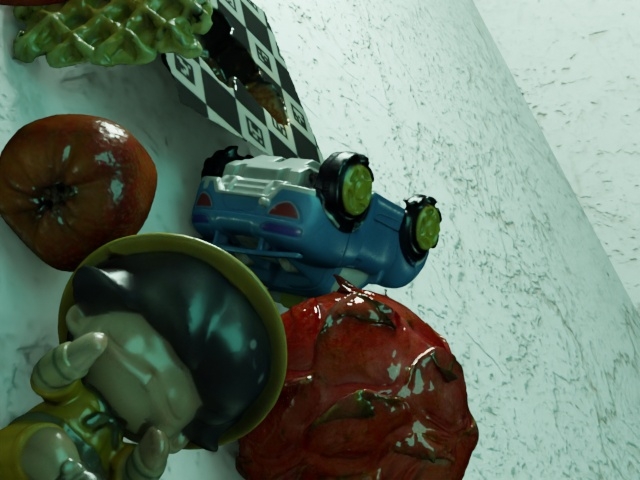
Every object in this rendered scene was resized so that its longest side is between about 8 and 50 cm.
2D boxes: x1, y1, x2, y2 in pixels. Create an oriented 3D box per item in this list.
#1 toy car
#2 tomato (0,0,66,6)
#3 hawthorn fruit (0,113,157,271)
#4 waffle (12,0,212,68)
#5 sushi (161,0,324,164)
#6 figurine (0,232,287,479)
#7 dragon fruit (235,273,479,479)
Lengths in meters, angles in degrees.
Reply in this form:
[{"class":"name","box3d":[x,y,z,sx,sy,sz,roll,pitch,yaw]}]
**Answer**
[{"class":"toy car","box3d":[0.000,0.000,1.119,0.314,0.198,0.165,24,78,-55]},{"class":"tomato","box3d":[-0.273,-0.367,0.839,0.293,0.290,0.325,16,64,-67]},{"class":"hawthorn fruit","box3d":[-0.204,-0.048,0.851,0.132,0.133,0.138,60,13,-4]},{"class":"waffle","box3d":[-0.203,-0.261,1.007,0.054,0.204,0.223,83,1,-62]},{"class":"sushi","box3d":[-0.135,-0.213,1.192,0.339,0.069,0.320,26,39,-58]},{"class":"figurine","box3d":[-0.147,0.109,0.772,0.257,0.167,0.192,-43,118,-40]},{"class":"dragon fruit","box3d":[0.029,0.169,0.951,0.252,0.241,0.241,43,18,26]}]
